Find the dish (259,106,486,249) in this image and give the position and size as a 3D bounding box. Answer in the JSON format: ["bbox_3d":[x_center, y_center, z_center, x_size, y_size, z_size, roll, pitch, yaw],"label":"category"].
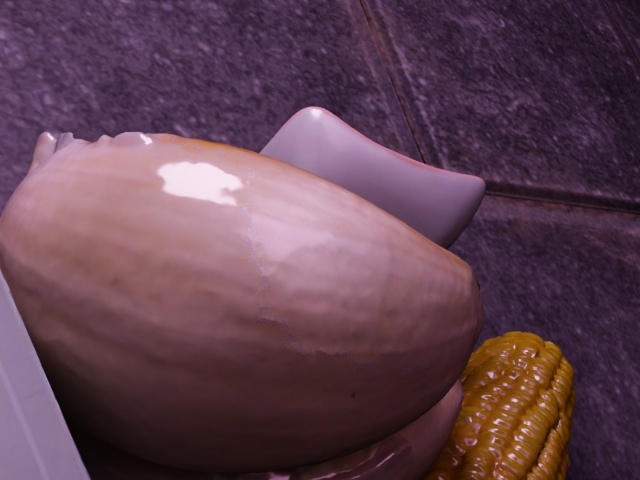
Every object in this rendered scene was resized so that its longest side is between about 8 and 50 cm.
[{"bbox_3d":[0.000,0.000,0.739,0.151,0.212,0.077,20,64,-23],"label":"dish"}]

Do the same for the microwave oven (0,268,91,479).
[{"bbox_3d":[-0.284,0.111,0.437,0.295,0.181,0.238,-11,66,-42],"label":"microwave oven"}]

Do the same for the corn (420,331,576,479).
[{"bbox_3d":[0.104,0.189,0.724,0.120,0.120,0.363,40,39,-4],"label":"corn"}]

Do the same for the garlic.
[{"bbox_3d":[-0.049,0.065,0.599,0.313,0.286,0.249,23,25,-8],"label":"garlic"}]
